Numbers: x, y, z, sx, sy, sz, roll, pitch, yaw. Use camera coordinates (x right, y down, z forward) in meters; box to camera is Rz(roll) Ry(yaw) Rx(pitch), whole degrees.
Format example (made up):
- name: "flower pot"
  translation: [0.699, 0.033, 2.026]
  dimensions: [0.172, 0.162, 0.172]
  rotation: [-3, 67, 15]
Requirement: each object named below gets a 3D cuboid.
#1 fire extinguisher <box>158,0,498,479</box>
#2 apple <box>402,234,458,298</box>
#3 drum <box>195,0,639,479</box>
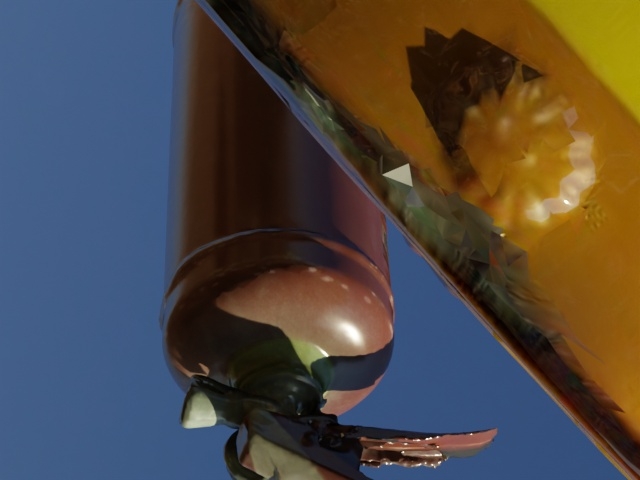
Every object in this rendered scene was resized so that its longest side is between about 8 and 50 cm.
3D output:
- name: "fire extinguisher"
  translation: [0.000, 0.000, 0.856]
  dimensions: [0.337, 0.147, 0.106]
  rotation: [-93, -167, -44]
- name: "apple"
  translation: [0.166, -0.050, 1.401]
  dimensions: [0.234, 0.234, 0.234]
  rotation: [-10, -106, 41]
- name: "drum"
  translation: [0.111, -0.084, 0.521]
  dimensions: [0.214, 0.431, 0.431]
  rotation: [-43, -126, 7]
